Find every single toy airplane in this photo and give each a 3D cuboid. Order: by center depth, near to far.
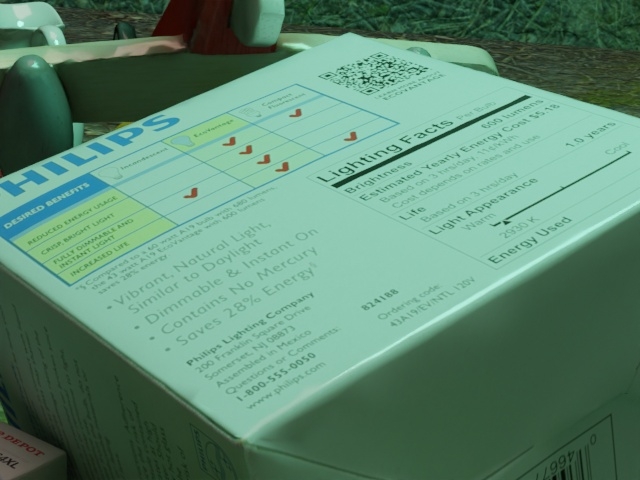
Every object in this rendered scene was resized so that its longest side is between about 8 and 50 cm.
[{"bbox_3d":[-0.081,-0.118,1.105,0.386,0.272,0.384,-13,-15,27],"label":"toy airplane"}]

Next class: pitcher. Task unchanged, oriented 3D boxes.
[{"bbox_3d":[-0.335,-0.164,1.536,0.125,0.207,0.178,-6,22,-25],"label":"pitcher"}]

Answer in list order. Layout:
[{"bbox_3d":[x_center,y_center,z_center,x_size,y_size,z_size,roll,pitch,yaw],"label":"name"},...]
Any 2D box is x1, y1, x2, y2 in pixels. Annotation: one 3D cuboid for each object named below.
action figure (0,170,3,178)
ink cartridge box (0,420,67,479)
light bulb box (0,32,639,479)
[{"bbox_3d":[-0.285,-0.019,1.250,0.280,0.139,0.091,30,36,-50],"label":"action figure"},{"bbox_3d":[-0.220,0.169,0.779,0.092,0.090,0.143,17,24,34],"label":"ink cartridge box"},{"bbox_3d":[0.012,0.055,0.827,0.358,0.225,0.361,-27,32,-28],"label":"light bulb box"}]
